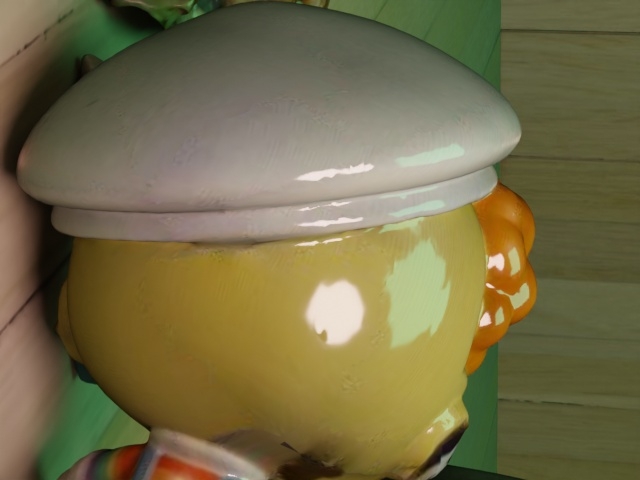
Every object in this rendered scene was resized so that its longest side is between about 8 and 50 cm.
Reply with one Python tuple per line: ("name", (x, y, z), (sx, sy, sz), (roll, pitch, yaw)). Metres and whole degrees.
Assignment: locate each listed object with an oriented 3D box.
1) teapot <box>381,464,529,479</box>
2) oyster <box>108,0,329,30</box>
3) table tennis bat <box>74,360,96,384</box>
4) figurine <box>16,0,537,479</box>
("teapot", (0.135, 0.277, 1.330), (0.315, 0.312, 0.233), (76, 19, -55))
("oyster", (-0.056, -0.161, 0.867), (0.294, 0.094, 0.166), (-24, 125, -70))
("table tennis bat", (-0.097, 0.034, 0.871), (0.155, 0.019, 0.100), (-65, 156, -65))
("figurine", (-0.033, 0.075, 0.688), (0.205, 0.224, 0.382), (56, 39, -66))
